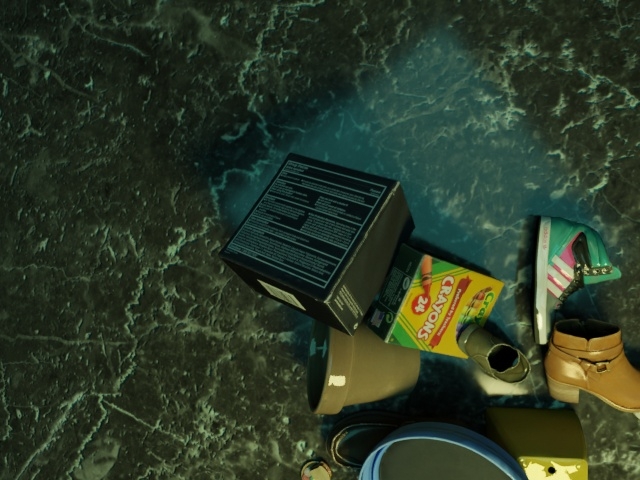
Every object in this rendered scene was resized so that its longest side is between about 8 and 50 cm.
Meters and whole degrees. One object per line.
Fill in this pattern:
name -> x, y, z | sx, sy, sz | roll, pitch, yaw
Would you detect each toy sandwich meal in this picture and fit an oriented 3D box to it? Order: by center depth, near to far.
toy sandwich meal -> -0.010, 0.610, 1.352 | 0.085, 0.029, 0.086 | 1, 94, 8

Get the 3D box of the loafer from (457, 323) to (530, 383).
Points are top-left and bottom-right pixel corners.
loafer -> 0.406, 0.274, 1.182 | 0.251, 0.087, 0.094 | 31, 93, -34

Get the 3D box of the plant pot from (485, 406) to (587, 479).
plant pot -> 0.498, 0.519, 1.190 | 0.212, 0.187, 0.212 | -1, 94, 9

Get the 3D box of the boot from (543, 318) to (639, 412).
boot -> 0.645, 0.261, 1.154 | 0.283, 0.109, 0.220 | 1, 125, 20

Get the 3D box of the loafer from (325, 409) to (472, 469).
loafer -> 0.189, 0.493, 1.263 | 0.365, 0.130, 0.134 | -7, 93, 9

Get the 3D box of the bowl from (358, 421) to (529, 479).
bowl -> 0.274, 0.567, 1.131 | 0.391, 0.077, 0.391 | 9, 112, 23

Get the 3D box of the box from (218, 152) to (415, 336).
box -> 0.000, 0.000, 1.129 | 0.296, 0.183, 0.294 | 21, 69, 33

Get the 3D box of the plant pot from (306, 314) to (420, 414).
plant pot -> 0.101, 0.278, 1.220 | 0.229, 0.263, 0.263 | 8, 96, -10

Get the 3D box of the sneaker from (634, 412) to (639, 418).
sneaker -> 0.859, 0.407, 1.161 | 0.290, 0.123, 0.106 | 13, 98, 9

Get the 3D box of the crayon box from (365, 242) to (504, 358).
crayon box -> 0.276, 0.144, 1.160 | 0.318, 0.081, 0.202 | 17, 100, -34

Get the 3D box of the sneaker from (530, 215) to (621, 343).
sneaker -> 0.575, 0.095, 1.185 | 0.178, 0.124, 0.296 | 4, 94, 18
